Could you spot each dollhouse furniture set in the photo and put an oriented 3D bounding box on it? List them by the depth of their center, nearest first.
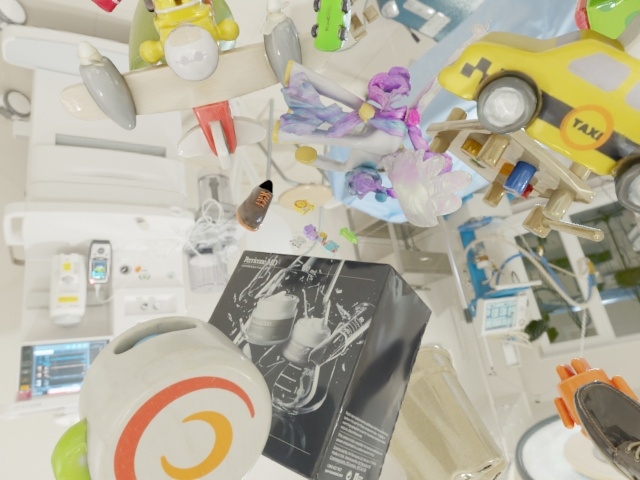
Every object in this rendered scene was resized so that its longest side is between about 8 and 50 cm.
[{"bbox_3d":[0.132,-0.628,1.141,0.182,0.161,0.101,-30,178,13],"label":"dollhouse furniture set"}]

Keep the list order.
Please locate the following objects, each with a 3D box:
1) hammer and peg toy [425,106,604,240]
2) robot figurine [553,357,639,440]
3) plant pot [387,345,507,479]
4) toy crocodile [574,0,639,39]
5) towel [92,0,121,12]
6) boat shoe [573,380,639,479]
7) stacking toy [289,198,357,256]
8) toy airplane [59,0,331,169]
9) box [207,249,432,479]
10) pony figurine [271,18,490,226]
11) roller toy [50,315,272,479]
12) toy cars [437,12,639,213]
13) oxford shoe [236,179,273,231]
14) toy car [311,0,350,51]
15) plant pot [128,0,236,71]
[{"bbox_3d":[0.406,-0.132,0.884,0.361,0.127,0.266,31,-178,-19],"label":"hammer and peg toy"},{"bbox_3d":[0.689,0.408,1.115,0.158,0.219,0.128,-19,151,-1],"label":"robot figurine"},{"bbox_3d":[0.294,0.503,1.157,0.334,0.305,0.333,-15,130,-19],"label":"plant pot"},{"bbox_3d":[0.276,-0.222,0.399,0.105,0.115,0.340,-5,131,40],"label":"toy crocodile"},{"bbox_3d":[-0.438,-0.632,0.901,0.275,0.031,0.199,-38,134,19],"label":"towel"},{"bbox_3d":[0.591,0.383,0.750,0.132,0.355,0.130,-33,138,-1],"label":"boat shoe"},{"bbox_3d":[0.000,0.000,1.297,0.052,0.221,0.167,-35,150,-37],"label":"stacking toy"},{"bbox_3d":[-0.225,-0.311,0.815,0.384,0.272,0.386,30,102,-19],"label":"toy airplane"},{"bbox_3d":[-0.036,0.199,0.759,0.343,0.312,0.179,3,150,40],"label":"box"},{"bbox_3d":[0.108,-0.179,0.750,0.364,0.302,0.351,17,174,-2],"label":"pony figurine"},{"bbox_3d":[-0.164,0.192,0.507,0.209,0.191,0.146,38,169,-33],"label":"roller toy"},{"bbox_3d":[0.213,-0.021,0.214,0.177,0.393,0.087,-1,136,-28],"label":"toy cars"},{"bbox_3d":[-0.216,-0.127,1.508,0.097,0.271,0.098,29,120,-16],"label":"oxford shoe"},{"bbox_3d":[0.027,-0.434,0.744,0.239,0.224,0.053,12,-163,18],"label":"toy car"},{"bbox_3d":[-0.382,-0.496,1.158,0.275,0.293,0.274,2,139,2],"label":"plant pot"}]
